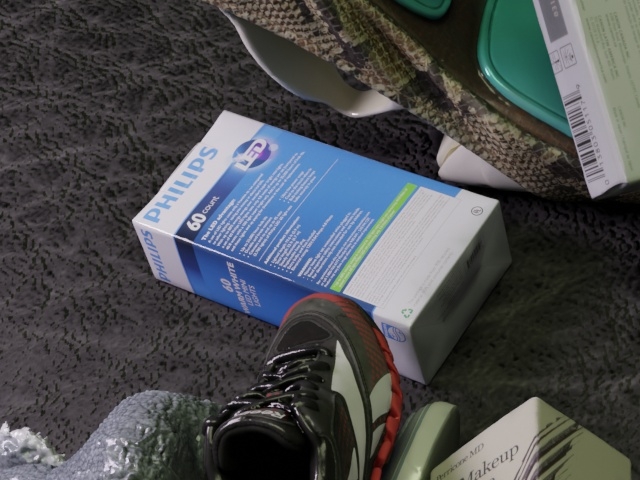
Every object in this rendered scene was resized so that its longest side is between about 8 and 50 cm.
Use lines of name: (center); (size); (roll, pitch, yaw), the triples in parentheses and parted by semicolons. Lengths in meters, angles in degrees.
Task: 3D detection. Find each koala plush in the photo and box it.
koala plush: (-0.162, 0.198, 1.351); (0.221, 0.203, 0.196); (-5, 47, 26)

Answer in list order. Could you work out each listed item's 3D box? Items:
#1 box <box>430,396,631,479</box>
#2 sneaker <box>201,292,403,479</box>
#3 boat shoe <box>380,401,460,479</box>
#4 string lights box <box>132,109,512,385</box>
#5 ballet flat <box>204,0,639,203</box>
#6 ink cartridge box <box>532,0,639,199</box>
box: (0.128, 0.238, 1.225); (0.113, 0.094, 0.275); (-41, 26, 31)
sneaker: (-0.013, 0.124, 1.302); (0.097, 0.135, 0.276); (-17, 42, 22)
boat shoe: (0.025, 0.199, 1.355); (0.081, 0.079, 0.227); (16, 59, 22)
string lights box: (0.000, 0.000, 1.536); (0.260, 0.077, 0.133); (20, 58, 30)
ballet flat: (0.084, -0.142, 1.531); (0.483, 0.182, 0.164); (29, 46, -13)
ink cartridge box: (0.276, -0.146, 1.445); (0.232, 0.066, 0.189); (-14, 85, -27)
